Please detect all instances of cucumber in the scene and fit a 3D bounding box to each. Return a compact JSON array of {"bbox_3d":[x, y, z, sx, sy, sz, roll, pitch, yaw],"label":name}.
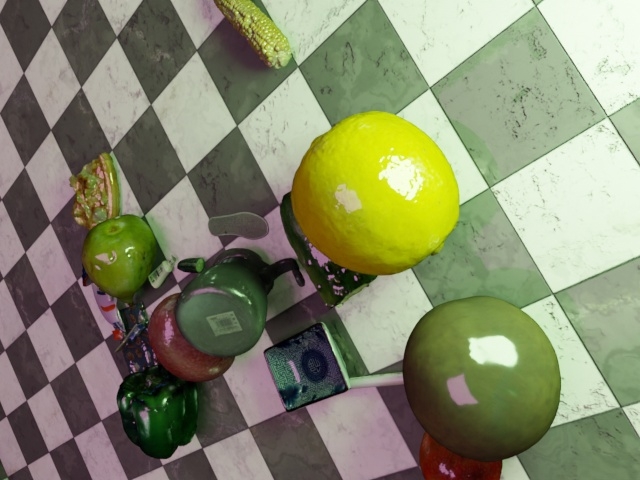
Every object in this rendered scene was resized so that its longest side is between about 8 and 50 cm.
[{"bbox_3d":[0.001,-0.001,1.316,0.145,0.105,0.326,-37,76,34],"label":"cucumber"},{"bbox_3d":[-0.397,0.075,1.628,0.105,0.048,0.048,0,99,36],"label":"cucumber"}]

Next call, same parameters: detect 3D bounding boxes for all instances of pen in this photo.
[{"bbox_3d":[0.137,0.351,1.334,0.268,0.033,0.033,-16,90,35],"label":"pen"}]

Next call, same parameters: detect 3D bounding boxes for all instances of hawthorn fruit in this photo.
[{"bbox_3d":[0.306,0.498,1.178,0.179,0.179,0.201,14,128,31],"label":"hawthorn fruit"}]

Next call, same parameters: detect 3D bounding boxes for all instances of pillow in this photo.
[{"bbox_3d":[-0.636,0.353,1.853,0.188,0.034,0.256,-21,86,33],"label":"pillow"}]

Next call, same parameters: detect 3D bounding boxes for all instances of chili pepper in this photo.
[{"bbox_3d":[-0.504,0.537,1.693,0.248,0.233,0.257,17,116,47],"label":"chili pepper"}]

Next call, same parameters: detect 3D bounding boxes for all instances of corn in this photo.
[{"bbox_3d":[-0.172,-0.537,1.329,0.288,0.086,0.086,50,122,17],"label":"corn"}]

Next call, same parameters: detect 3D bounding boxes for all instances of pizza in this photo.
[{"bbox_3d":[-0.774,-0.142,1.814,0.222,0.089,0.324,12,106,28],"label":"pizza"}]

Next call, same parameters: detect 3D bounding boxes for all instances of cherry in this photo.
[{"bbox_3d":[-0.360,0.266,1.504,0.221,0.307,0.261,-31,56,4],"label":"cherry"}]

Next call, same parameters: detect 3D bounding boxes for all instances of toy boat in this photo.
[{"bbox_3d":[-0.759,0.185,1.877,0.218,0.071,0.319,2,101,35],"label":"toy boat"}]

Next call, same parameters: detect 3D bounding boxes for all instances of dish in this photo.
[{"bbox_3d":[-0.023,0.328,1.403,0.243,0.080,0.182,-32,75,37],"label":"dish"}]

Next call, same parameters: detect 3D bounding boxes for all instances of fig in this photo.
[{"bbox_3d":[-0.610,0.082,1.690,0.232,0.233,0.314,-3,116,34],"label":"fig"}]

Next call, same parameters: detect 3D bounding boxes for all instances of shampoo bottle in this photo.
[{"bbox_3d":[-0.500,0.097,1.708,0.141,0.034,0.049,-40,70,32],"label":"shampoo bottle"}]

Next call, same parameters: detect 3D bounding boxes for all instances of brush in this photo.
[{"bbox_3d":[-0.645,0.334,1.817,0.030,0.033,0.178,45,119,3],"label":"brush"}]

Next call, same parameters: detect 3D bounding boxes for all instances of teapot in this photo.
[{"bbox_3d":[-0.206,0.114,1.386,0.223,0.285,0.305,39,114,-11],"label":"teapot"}]

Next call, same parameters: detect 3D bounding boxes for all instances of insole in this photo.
[{"bbox_3d":[-0.238,-0.043,1.522,0.231,0.003,0.080,2,101,33],"label":"insole"}]

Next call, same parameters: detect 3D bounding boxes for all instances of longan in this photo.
[{"bbox_3d":[0.312,0.269,1.047,0.318,0.318,0.319,7,104,32],"label":"longan"}]

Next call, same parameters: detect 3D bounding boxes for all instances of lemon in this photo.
[{"bbox_3d":[0.110,-0.091,1.089,0.347,0.347,0.349,7,104,32],"label":"lemon"}]
